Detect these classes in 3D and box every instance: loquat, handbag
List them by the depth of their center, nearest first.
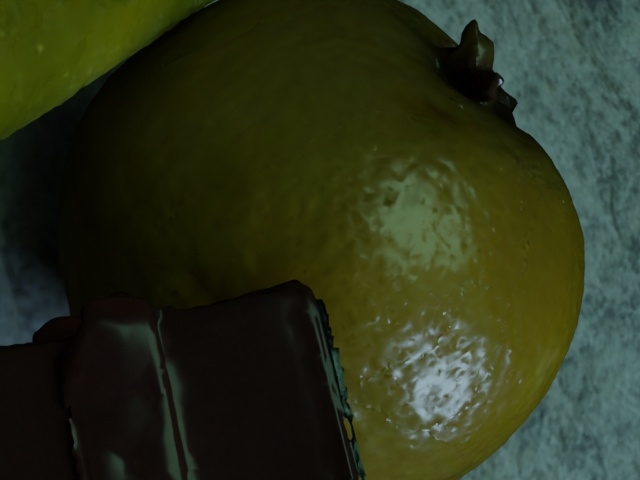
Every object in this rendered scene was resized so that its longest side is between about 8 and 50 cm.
[{"bbox_3d":[-0.094,0.164,0.453,0.260,0.084,0.275,-15,83,-9],"label":"handbag"},{"bbox_3d":[0.000,0.000,0.611,0.208,0.208,0.208,15,69,-44],"label":"loquat"}]

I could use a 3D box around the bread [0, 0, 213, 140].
[{"bbox_3d":[-0.183,-0.177,0.509,0.333,0.143,0.324,-42,109,-44],"label":"bread"}]
